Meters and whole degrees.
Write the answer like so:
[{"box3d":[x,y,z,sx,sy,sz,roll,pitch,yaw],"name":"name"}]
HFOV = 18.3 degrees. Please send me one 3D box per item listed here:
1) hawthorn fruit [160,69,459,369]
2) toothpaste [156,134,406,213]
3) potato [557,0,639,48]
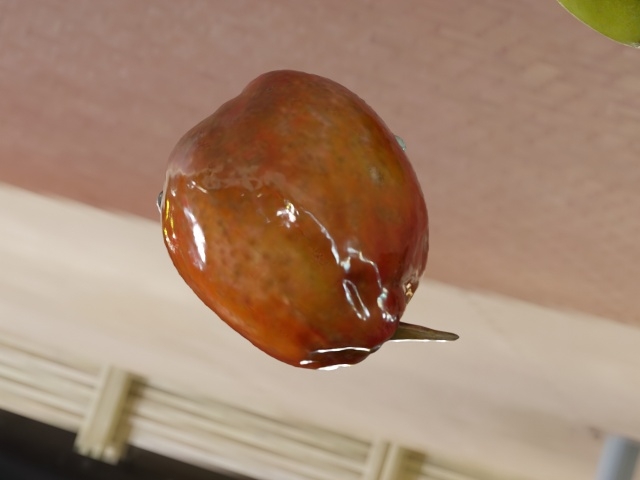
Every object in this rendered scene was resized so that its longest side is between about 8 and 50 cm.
[{"box3d":[0.000,0.000,1.558,0.262,0.210,0.210,48,-177,26],"name":"hawthorn fruit"},{"box3d":[-0.030,-0.049,1.877,0.047,0.268,0.069,42,142,39],"name":"toothpaste"},{"box3d":[0.252,-0.268,1.659,0.253,0.148,0.186,38,150,27],"name":"potato"}]
